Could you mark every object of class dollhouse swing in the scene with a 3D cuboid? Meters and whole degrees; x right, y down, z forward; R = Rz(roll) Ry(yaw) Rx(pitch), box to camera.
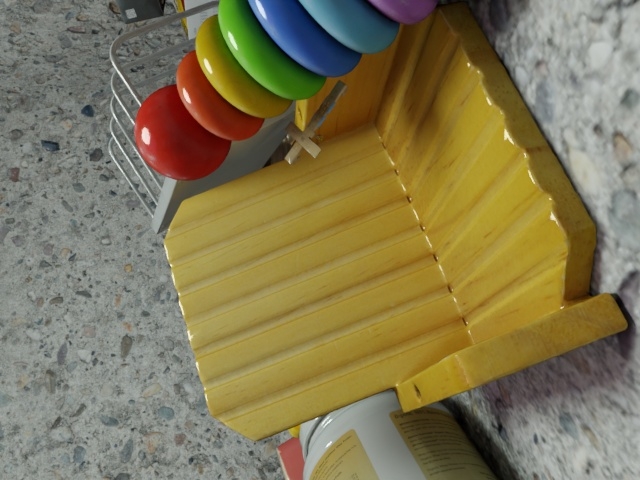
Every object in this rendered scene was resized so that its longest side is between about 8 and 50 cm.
[{"bbox_3d":[0.000,0.000,0.519,0.315,0.305,0.347,103,149,-68],"label":"dollhouse swing"}]

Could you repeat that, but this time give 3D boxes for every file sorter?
[{"bbox_3d":[-0.178,-0.159,0.755,0.173,0.193,0.278,56,154,0],"label":"file sorter"}]

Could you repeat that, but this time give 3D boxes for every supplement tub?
[{"bbox_3d":[0.110,0.335,0.666,0.316,0.228,0.228,-124,20,-56],"label":"supplement tub"}]

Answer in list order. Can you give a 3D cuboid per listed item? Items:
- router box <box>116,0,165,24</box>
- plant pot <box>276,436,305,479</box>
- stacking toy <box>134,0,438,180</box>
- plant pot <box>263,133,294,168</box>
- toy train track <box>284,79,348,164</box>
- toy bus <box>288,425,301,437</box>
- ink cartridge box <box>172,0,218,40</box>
[{"bbox_3d":[-0.379,-0.603,1.022,0.243,0.081,0.309,-106,3,-50],"label":"router box"},{"bbox_3d":[0.064,0.425,0.974,0.275,0.243,0.275,162,90,-79],"label":"plant pot"},{"bbox_3d":[-0.042,-0.162,0.449,0.330,0.141,0.141,-33,69,33],"label":"stacking toy"},{"bbox_3d":[-0.055,-0.170,0.904,0.237,0.110,0.237,47,146,47],"label":"plant pot"},{"bbox_3d":[-0.002,-0.102,0.478,0.014,0.083,0.048,13,-151,-53],"label":"toy train track"},{"bbox_3d":[0.041,0.190,0.837,0.211,0.220,0.149,105,144,-57],"label":"toy bus"},{"bbox_3d":[-0.328,-0.670,1.441,0.272,0.130,0.309,96,154,-49],"label":"ink cartridge box"}]
